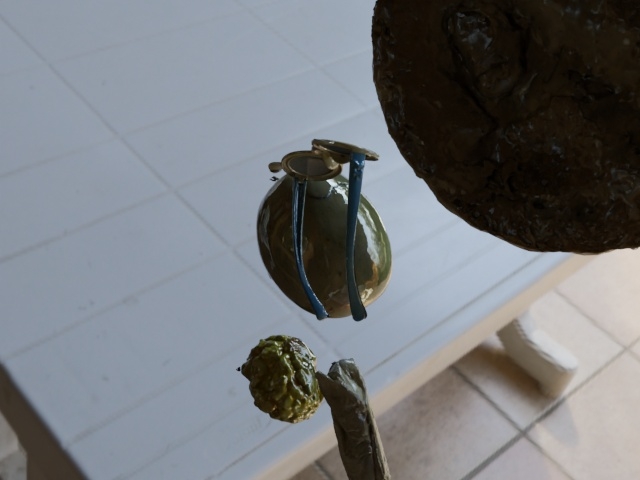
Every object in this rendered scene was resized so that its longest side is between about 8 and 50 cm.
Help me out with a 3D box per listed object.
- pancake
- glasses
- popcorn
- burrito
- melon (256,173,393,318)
[{"bbox_3d":[0.235,-0.172,0.825,0.387,0.386,0.082,33,11,17],"label":"pancake"},{"bbox_3d":[0.025,-0.015,1.067,0.088,0.190,0.220,-13,89,-24],"label":"glasses"},{"bbox_3d":[-0.083,0.328,2.037,0.170,0.189,0.218,-25,60,15],"label":"popcorn"},{"bbox_3d":[0.049,0.251,1.073,0.058,0.229,0.063,-17,15,4],"label":"burrito"},{"bbox_3d":[0.000,0.000,1.801,0.268,0.268,0.330,-35,93,-41],"label":"melon"}]
